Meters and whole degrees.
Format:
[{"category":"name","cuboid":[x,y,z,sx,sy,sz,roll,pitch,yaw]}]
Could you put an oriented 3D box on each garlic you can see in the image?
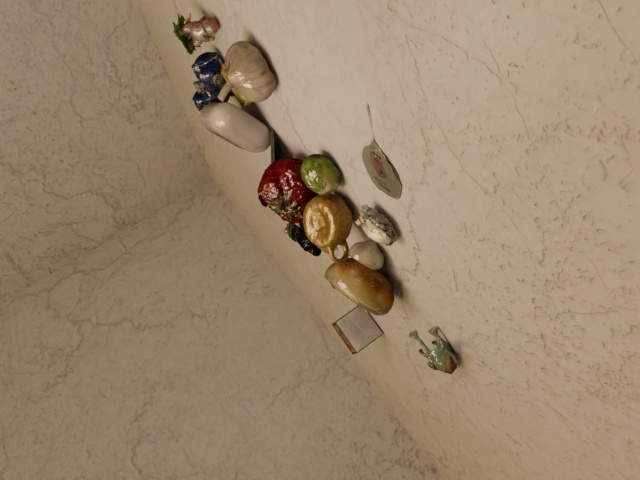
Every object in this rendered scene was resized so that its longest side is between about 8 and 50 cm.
[{"category":"garlic","cuboid":[-0.283,-0.568,1.594,0.218,0.212,0.218,44,162,18]}]

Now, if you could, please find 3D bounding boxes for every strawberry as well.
[{"category":"strawberry","cuboid":[-0.110,-0.218,1.829,0.274,0.220,0.274,10,139,9]}]

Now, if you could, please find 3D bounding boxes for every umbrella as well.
[{"category":"umbrella","cuboid":[-0.079,-0.008,2.378,0.113,0.106,0.358,54,171,-31]}]

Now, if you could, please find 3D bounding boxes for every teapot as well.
[{"category":"teapot","cuboid":[0.050,-0.067,1.717,0.203,0.167,0.311,-20,86,46]}]

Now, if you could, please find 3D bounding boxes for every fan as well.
[{"category":"fan","cuboid":[0.155,-0.245,1.269,0.182,0.010,0.310,42,161,45]}]

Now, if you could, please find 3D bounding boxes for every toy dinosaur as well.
[{"category":"toy dinosaur","cuboid":[-0.489,-0.855,1.811,0.152,0.177,0.194,59,-165,-28]},{"category":"toy dinosaur","cuboid":[0.429,0.401,1.631,0.205,0.092,0.393,55,164,2]}]

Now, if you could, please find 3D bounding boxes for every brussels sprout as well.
[{"category":"brussels sprout","cuboid":[-0.005,-0.232,1.609,0.155,0.118,0.155,55,160,32]}]

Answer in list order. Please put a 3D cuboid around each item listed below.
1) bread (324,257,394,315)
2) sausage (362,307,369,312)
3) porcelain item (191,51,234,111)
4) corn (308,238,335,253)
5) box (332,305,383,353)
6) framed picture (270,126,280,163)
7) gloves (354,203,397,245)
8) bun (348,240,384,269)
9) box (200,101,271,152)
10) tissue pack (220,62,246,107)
[{"category":"bread","cuboid":[0.160,0.168,1.781,0.306,0.158,0.305,30,180,0]},{"category":"sausage","cuboid":[0.208,0.325,2.324,0.132,0.024,0.024,46,162,38]},{"category":"porcelain item","cuboid":[-0.508,-0.715,2.057,0.138,0.186,0.288,56,167,17]},{"category":"corn","cuboid":[0.000,0.000,2.205,0.207,0.068,0.068,38,158,43]},{"category":"box","cuboid":[0.190,0.463,2.373,0.194,0.178,0.148,54,167,9]},{"category":"framed picture","cuboid":[-0.189,-0.329,2.003,0.273,0.016,0.216,80,-175,-59]},{"category":"gloves","cuboid":[0.188,-0.049,1.474,0.153,0.070,0.114,44,155,17]},{"category":"bun","cuboid":[0.178,0.043,1.679,0.138,0.094,0.138,26,-176,-2]},{"category":"box","cuboid":[-0.383,-0.508,2.034,0.289,0.141,0.349,29,-179,-31]},{"category":"tissue pack","cuboid":[-0.343,-0.654,1.895,0.176,0.062,0.095,59,166,-9]}]
